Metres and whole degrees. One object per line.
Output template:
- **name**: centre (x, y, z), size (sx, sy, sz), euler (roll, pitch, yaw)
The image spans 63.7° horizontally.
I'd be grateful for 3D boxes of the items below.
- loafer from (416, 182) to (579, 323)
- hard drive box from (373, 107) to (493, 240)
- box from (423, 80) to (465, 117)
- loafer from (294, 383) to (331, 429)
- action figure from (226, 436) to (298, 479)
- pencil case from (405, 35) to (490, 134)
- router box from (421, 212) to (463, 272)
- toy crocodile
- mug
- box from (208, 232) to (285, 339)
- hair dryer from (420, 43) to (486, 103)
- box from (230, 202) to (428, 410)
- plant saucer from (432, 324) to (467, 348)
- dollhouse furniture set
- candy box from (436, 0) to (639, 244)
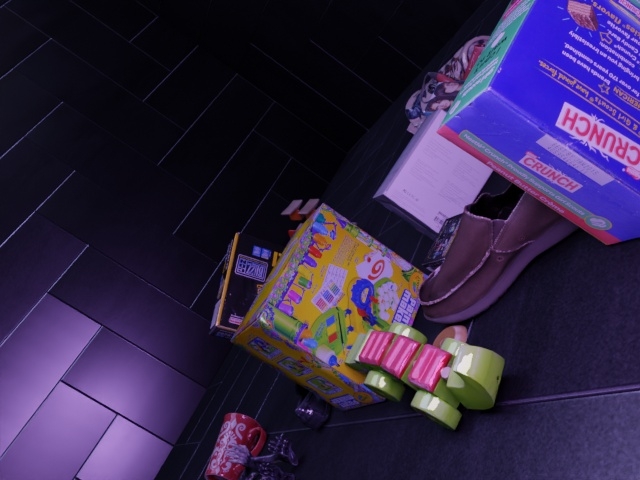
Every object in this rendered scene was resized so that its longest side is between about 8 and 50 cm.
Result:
- **loafer**: centre (0.265, -0.014, 0.806), size (0.366, 0.130, 0.133), euler (-50, 10, 29)
- **hard drive box**: centre (0.260, -0.142, 1.148), size (0.232, 0.181, 0.089), euler (-55, 8, -6)
- **box**: centre (0.367, -0.313, 1.179), size (0.244, 0.060, 0.100), euler (12, 66, 43)
- **loafer**: centre (-0.018, 0.338, 1.185), size (0.076, 0.078, 0.223), euler (-52, 9, 18)
- **action figure**: centre (-0.168, 0.524, 1.115), size (0.275, 0.141, 0.164), euler (-47, 14, 29)
- **pencil case**: centre (0.413, -0.459, 1.572), size (0.410, 0.160, 0.183), euler (151, 141, -71)
- **router box**: centre (0.266, 0.004, 1.040), size (0.122, 0.038, 0.092), euler (-59, 9, -18)
- **toy crocodile**: centre (0.134, 0.183, 0.766), size (0.115, 0.105, 0.341), euler (-57, 22, -15)
- **mug**: centre (-0.234, 0.567, 1.397), size (0.150, 0.113, 0.169), euler (-49, 14, 44)
- **box**: centre (-0.098, 0.148, 1.312), size (0.079, 0.322, 0.256), euler (-44, 33, 51)
- **hair dryer**: centre (0.366, -0.410, 1.390), size (0.080, 0.223, 0.293), euler (-25, -12, -27)
- **box**: centre (0.026, 0.137, 1.040), size (0.177, 0.279, 0.289), euler (-43, 14, 55)
- **plant saucer**: centre (0.204, 0.169, 0.837), size (0.083, 0.015, 0.083), euler (-53, 10, 13)
- **dollhouse furniture set**: centre (0.000, 0.000, 1.813), size (0.259, 0.261, 0.135), euler (1, 35, 35)
- **candy box**: centre (0.340, -0.197, 0.638), size (0.317, 0.268, 0.122), euler (-58, 5, -21)
